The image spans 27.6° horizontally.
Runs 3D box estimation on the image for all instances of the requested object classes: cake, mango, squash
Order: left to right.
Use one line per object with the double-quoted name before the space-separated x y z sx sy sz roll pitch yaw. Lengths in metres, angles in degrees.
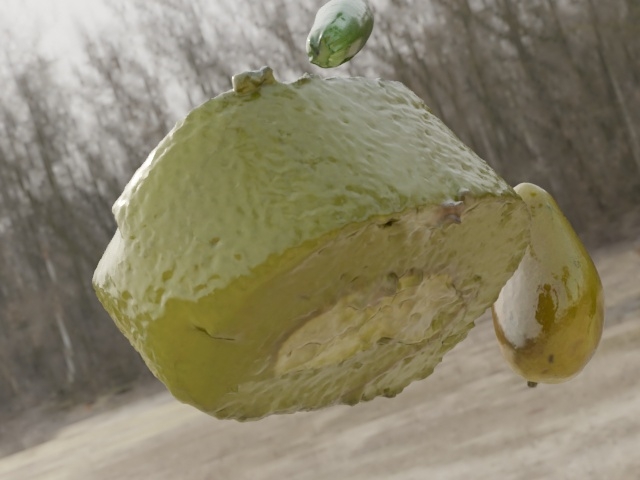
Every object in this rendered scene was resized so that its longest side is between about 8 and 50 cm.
"cake" 0.000 0.000 0.778 0.260 0.156 0.179 -1 -50 -53
"squash" 0.009 -0.088 0.544 0.027 0.027 0.089 -20 14 10
"mango" 0.173 0.033 1.023 0.076 0.161 0.103 0 -21 -21
